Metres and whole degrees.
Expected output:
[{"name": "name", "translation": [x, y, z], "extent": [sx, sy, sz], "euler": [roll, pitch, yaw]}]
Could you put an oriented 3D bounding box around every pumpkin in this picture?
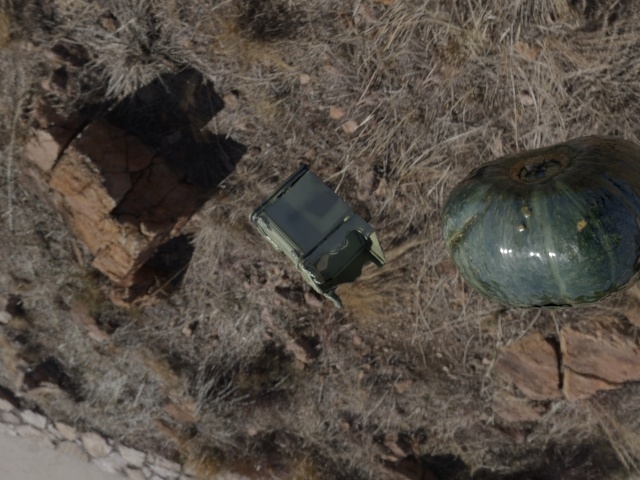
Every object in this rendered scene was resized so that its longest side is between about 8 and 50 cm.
[{"name": "pumpkin", "translation": [0.367, -0.029, 0.845], "extent": [0.327, 0.291, 0.257], "euler": [10, 132, 51]}]

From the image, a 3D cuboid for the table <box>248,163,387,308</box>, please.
[{"name": "table", "translation": [0.000, 0.000, 0.423], "extent": [0.083, 0.062, 0.079], "euler": [44, 174, 26]}]
